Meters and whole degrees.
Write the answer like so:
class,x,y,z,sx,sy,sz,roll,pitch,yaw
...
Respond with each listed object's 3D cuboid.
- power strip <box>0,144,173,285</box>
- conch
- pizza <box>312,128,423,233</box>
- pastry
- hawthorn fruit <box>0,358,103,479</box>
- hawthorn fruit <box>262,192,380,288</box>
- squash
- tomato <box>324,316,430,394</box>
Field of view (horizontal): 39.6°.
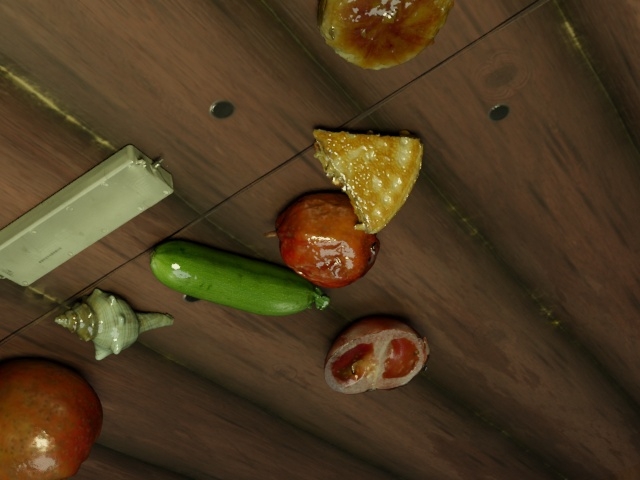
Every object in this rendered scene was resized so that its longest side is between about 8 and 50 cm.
class,x,y,z,sx,sy,sz,roll,pitch,yaw
power strip,-0.392,-0.038,1.442,0.367,0.043,0.106,-30,140,18
conch,-0.392,0.167,1.644,0.137,0.114,0.234,-14,150,20
pizza,0.062,-0.124,1.455,0.199,0.062,0.188,34,82,-18
pastry,0.085,-0.326,1.213,0.182,0.093,0.192,7,137,-22
hawthorn fruit,-0.576,0.342,1.693,0.277,0.277,0.298,-36,115,23
hawthorn fruit,0.015,-0.001,1.537,0.173,0.173,0.179,-38,138,26
squash,-0.142,0.078,1.625,0.378,0.101,0.101,15,133,-36
tomato,0.110,0.224,1.882,0.228,0.112,0.199,-2,132,-15
